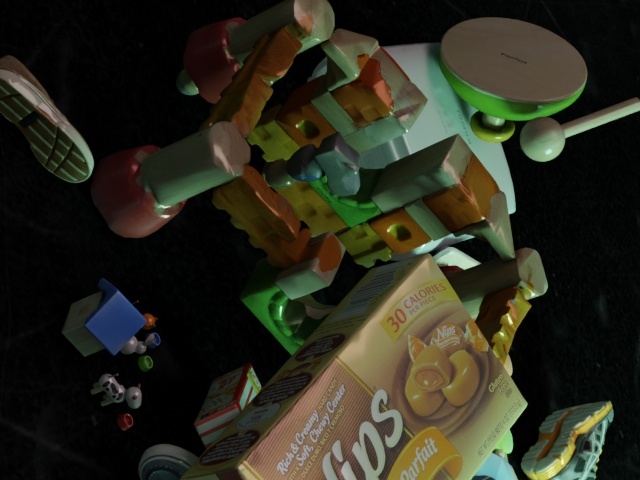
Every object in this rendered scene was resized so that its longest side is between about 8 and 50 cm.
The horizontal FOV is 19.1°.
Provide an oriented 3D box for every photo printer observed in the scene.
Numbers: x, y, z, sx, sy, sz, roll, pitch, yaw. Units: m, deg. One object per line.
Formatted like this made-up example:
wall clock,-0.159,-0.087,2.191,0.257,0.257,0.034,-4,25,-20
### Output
photo printer,0.125,-0.116,2.315,0.307,0.107,0.256,-14,83,-61

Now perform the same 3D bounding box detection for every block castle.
block castle,0.000,0.000,1.924,0.453,0.213,0.303,48,45,-21

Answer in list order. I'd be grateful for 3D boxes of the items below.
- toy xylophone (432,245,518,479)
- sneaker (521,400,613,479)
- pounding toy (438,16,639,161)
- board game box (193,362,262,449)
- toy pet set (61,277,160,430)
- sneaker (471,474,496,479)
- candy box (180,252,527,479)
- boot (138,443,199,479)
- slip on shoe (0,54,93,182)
toy xylophone,0.178,0.175,2.226,0.236,0.081,0.323,20,55,-55
sneaker,0.321,0.271,2.419,0.215,0.084,0.083,-39,107,-51
pounding toy,0.242,-0.164,2.308,0.183,0.110,0.237,-20,48,-34
board game box,-0.060,0.205,1.764,0.193,0.045,0.147,-79,144,-82
toy pet set,-0.170,0.086,1.709,0.114,0.065,0.122,50,32,-29
sneaker,0.212,0.382,2.120,0.316,0.127,0.182,65,24,-20
candy box,0.038,0.177,1.686,0.316,0.087,0.183,-46,108,-38
boot,-0.107,0.274,1.680,0.190,0.069,0.086,58,24,-20
slip on shoe,-0.253,-0.111,1.725,0.135,0.051,0.041,45,37,-22
